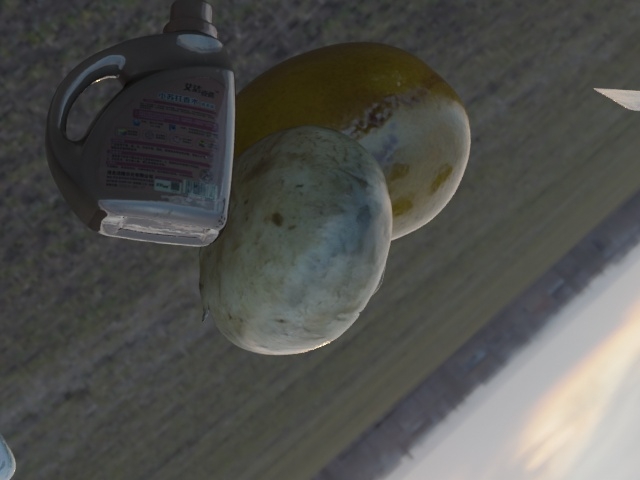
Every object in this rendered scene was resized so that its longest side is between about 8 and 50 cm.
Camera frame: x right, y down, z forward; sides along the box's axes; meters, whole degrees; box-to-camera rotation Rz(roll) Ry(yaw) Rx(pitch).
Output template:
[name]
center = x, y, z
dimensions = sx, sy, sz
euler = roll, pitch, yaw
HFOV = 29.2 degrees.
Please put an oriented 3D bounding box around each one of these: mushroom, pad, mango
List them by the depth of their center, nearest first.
[pad]
center = 0.364, -0.127, 1.148
dimensions = 0.116, 0.193, 0.004
euler = 10, 89, -60
[mushroom]
center = 0.000, 0.000, 1.297
dimensions = 0.189, 0.195, 0.254
euler = -12, -120, 57
[mango]
center = 0.014, -0.108, 1.538
dimensions = 0.378, 0.264, 0.221
euler = -26, 177, -27

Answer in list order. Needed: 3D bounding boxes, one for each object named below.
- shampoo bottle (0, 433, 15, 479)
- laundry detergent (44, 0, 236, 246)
[shampoo bottle]
center = -0.388, 0.212, 1.331
dimensions = 0.051, 0.108, 0.221
euler = -46, -166, -20
[laundry detergent]
center = -0.161, -0.119, 1.117
dimensions = 0.171, 0.237, 0.076
euler = 7, 157, -17
